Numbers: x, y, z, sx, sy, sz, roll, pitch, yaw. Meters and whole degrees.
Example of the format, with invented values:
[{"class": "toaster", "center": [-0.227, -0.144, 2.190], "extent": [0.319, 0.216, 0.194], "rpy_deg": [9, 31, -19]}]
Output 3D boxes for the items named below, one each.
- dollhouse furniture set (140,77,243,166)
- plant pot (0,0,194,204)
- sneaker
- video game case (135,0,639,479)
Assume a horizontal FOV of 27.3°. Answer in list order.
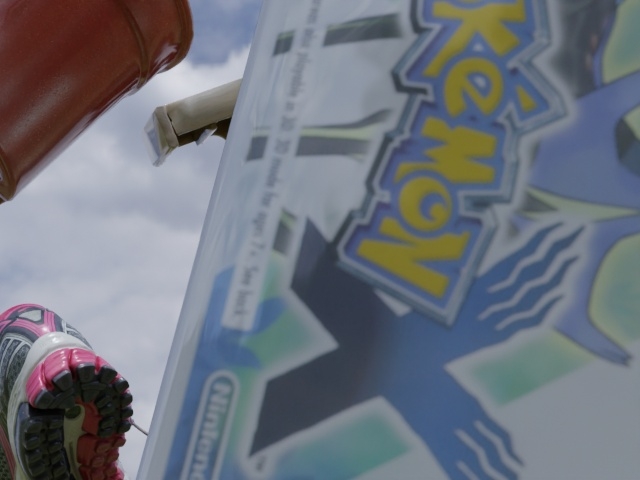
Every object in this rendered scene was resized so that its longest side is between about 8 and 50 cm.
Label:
[{"class": "dollhouse furniture set", "center": [-0.086, -0.053, 2.089], "extent": [0.257, 0.394, 0.362], "rpy_deg": [-22, -1, -16]}, {"class": "plant pot", "center": [-0.316, -0.193, 1.349], "extent": [0.272, 0.265, 0.272], "rpy_deg": [26, -31, 17]}, {"class": "sneaker", "center": [-0.216, 0.182, 1.094], "extent": [0.121, 0.112, 0.299], "rpy_deg": [-17, -46, -32]}, {"class": "video game case", "center": [0.112, -0.001, 0.381], "extent": [0.300, 0.329, 0.036], "rpy_deg": [9, -14, 17]}]
